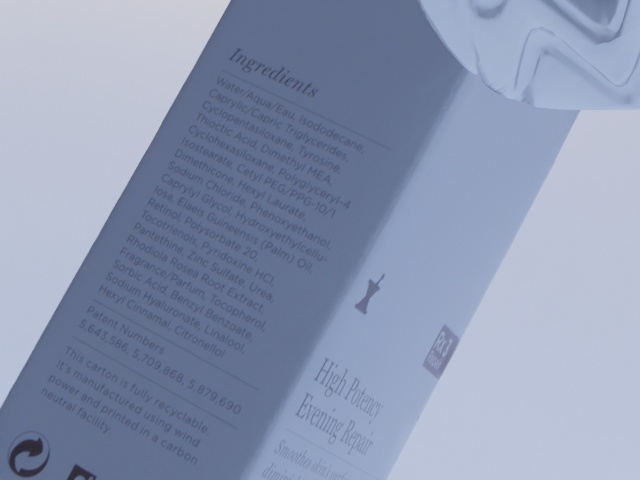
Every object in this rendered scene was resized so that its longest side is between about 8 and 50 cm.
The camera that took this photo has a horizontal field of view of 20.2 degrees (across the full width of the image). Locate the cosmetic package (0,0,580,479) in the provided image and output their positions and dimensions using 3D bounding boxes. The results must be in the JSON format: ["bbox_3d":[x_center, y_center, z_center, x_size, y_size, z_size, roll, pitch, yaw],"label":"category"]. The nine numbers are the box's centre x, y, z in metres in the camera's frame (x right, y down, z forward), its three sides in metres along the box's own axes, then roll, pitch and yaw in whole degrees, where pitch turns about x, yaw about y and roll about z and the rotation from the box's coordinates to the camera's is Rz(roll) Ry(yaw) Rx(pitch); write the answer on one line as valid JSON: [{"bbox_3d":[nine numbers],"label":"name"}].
[{"bbox_3d":[0.000,0.000,0.559,0.085,0.231,0.117,28,176,23],"label":"cosmetic package"}]

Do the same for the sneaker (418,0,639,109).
[{"bbox_3d":[0.051,-0.152,0.321,0.094,0.235,0.153,-1,-129,28],"label":"sneaker"}]
